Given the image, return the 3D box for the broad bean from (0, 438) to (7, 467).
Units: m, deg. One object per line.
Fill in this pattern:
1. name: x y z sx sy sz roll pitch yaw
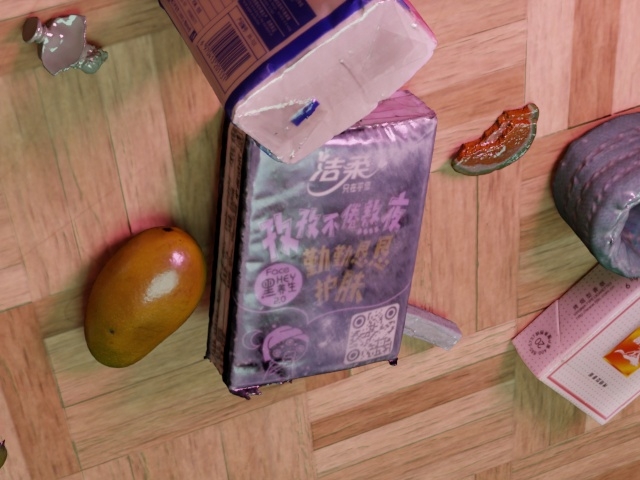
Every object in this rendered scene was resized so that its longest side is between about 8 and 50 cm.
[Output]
1. broad bean: -0.540 0.329 1.951 0.318 0.056 0.098 -29 143 6

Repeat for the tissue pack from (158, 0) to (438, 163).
1. tissue pack: -0.030 -0.224 1.572 0.209 0.270 0.137 -37 134 4

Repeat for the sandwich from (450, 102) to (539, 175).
1. sandwich: 0.232 -0.124 1.977 0.135 0.029 0.067 -36 137 4

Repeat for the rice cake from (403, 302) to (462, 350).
1. rice cake: 0.096 0.101 2.093 0.245 0.045 0.042 19 116 -39

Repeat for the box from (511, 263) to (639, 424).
1. box: 0.473 0.110 2.272 0.330 0.095 0.210 -44 134 12

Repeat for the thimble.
1. thimble: 0.438 -0.057 2.069 0.235 0.143 0.198 12 122 -38

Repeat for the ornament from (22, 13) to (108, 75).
1. ornament: -0.270 -0.207 1.622 0.068 0.041 0.092 -46 127 -17

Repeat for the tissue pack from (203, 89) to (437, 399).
1. tissue pack: 0.000 0.000 1.869 0.259 0.122 0.361 -9 121 -25

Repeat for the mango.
1. mango: -0.220 0.076 1.869 0.136 0.099 0.227 2 136 -38
